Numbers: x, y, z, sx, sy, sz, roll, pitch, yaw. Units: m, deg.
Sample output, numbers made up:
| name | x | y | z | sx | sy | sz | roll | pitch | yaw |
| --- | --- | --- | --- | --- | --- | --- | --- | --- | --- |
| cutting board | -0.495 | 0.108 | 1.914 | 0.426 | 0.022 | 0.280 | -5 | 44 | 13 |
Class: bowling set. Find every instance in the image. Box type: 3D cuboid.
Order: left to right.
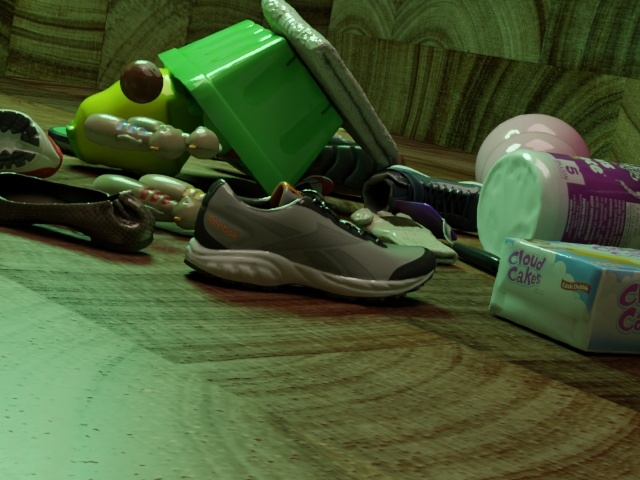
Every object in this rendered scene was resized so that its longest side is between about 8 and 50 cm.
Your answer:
| name | x | y | z | sx | sy | sz | roll | pitch | yaw |
| --- | --- | --- | --- | --- | --- | --- | --- | --- | --- |
| bowling set | -0.194 | -0.108 | 1.418 | 0.154 | 0.199 | 0.287 | 15 | 14 | 19 |

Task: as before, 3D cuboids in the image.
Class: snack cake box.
| name | x | y | z | sx | sy | sz | roll | pitch | yaw |
| --- | --- | --- | --- | --- | --- | --- | --- | --- | --- |
| snack cake box | 0.335 | 0.061 | 1.261 | 0.264 | 0.089 | 0.152 | 5 | 11 | -33 |

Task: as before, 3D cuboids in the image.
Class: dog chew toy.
| name | x | y | z | sx | sy | sz | roll | pitch | yaw |
| --- | --- | --- | --- | --- | --- | --- | --- | --- | --- |
| dog chew toy | 0.367 | -0.102 | 2.024 | 0.207 | 0.206 | 0.332 | 11 | 17 | 6 |

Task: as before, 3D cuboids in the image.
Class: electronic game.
| name | x | y | z | sx | sy | sz | roll | pitch | yaw |
| --- | --- | --- | --- | --- | --- | --- | --- | --- | --- |
| electronic game | -0.361 | -0.171 | 2.062 | 0.229 | 0.048 | 0.229 | 10 | 9 | -2 |

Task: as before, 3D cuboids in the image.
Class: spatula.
| name | x | y | z | sx | sy | sz | roll | pitch | yaw |
| --- | --- | --- | --- | --- | --- | --- | --- | --- | --- |
| spatula | 0.188 | 0.000 | 1.636 | 0.084 | 0.030 | 0.296 | 47 | -2 | -25 |

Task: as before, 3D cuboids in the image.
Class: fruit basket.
| name | x | y | z | sx | sy | sz | roll | pitch | yaw |
| --- | --- | --- | --- | --- | --- | --- | --- | --- | --- |
| fruit basket | -0.195 | -0.182 | 1.874 | 0.283 | 0.392 | 0.392 | 53 | -8 | -21 |

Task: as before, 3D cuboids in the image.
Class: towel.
| name | x | y | z | sx | sy | sz | roll | pitch | yaw |
| --- | --- | --- | --- | --- | --- | --- | --- | --- | --- |
| towel | 0.019 | -0.245 | 1.815 | 0.187 | 0.049 | 0.282 | 49 | -3 | 44 |

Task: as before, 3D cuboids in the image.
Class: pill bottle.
| name | x | y | z | sx | sy | sz | roll | pitch | yaw |
| --- | --- | --- | --- | --- | --- | --- | --- | --- | --- |
| pill bottle | 0.384 | -0.028 | 1.627 | 0.302 | 0.169 | 0.169 | 6 | 10 | -25 |

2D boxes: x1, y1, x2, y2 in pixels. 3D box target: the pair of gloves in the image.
| name | x | y | z | sx | sy | sz | roll | pitch | yaw |
| --- | --- | --- | --- | --- | --- | --- | --- | --- | --- |
| pair of gloves | 0.045 | -0.019 | 1.589 | 0.240 | 0.042 | 0.204 | 7 | 10 | -16 |

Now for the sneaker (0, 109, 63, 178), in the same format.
| name | x | y | z | sx | sy | sz | roll | pitch | yaw |
| --- | --- | --- | --- | --- | --- | --- | --- | --- | --- |
| sneaker | -0.483 | -0.133 | 1.622 | 0.279 | 0.107 | 0.118 | 17 | -8 | 19 |

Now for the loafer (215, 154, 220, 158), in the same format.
| name | x | y | z | sx | sy | sz | roll | pitch | yaw |
| --- | --- | --- | --- | --- | --- | --- | --- | --- | --- |
| loafer | -0.215 | -0.190 | 2.321 | 0.148 | 0.056 | 0.050 | 10 | 3 | -3 |

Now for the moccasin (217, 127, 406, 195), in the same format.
| name | x | y | z | sx | sy | sz | roll | pitch | yaw |
| --- | --- | --- | --- | --- | --- | --- | --- | --- | --- |
| moccasin | -0.027 | -0.165 | 2.128 | 0.380 | 0.139 | 0.147 | 10 | 2 | 12 |

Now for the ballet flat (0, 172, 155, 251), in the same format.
| name | x | y | z | sx | sy | sz | roll | pitch | yaw |
| --- | --- | --- | --- | --- | --- | --- | --- | --- | --- |
| ballet flat | -0.292 | -0.046 | 1.270 | 0.250 | 0.058 | 0.084 | 15 | 34 | 18 |

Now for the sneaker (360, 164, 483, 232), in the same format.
| name | x | y | z | sx | sy | sz | roll | pitch | yaw |
| --- | --- | --- | --- | --- | --- | --- | --- | --- | --- |
| sneaker | 0.172 | -0.058 | 1.843 | 0.226 | 0.086 | 0.163 | 15 | 12 | 21 |

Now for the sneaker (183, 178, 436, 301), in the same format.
| name | x | y | z | sx | sy | sz | roll | pitch | yaw |
| --- | --- | --- | --- | --- | --- | --- | --- | --- | --- |
| sneaker | 0.000 | 0.000 | 1.213 | 0.272 | 0.107 | 0.100 | 8 | 7 | -22 |

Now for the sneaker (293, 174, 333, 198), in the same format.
| name | x | y | z | sx | sy | sz | roll | pitch | yaw |
| --- | --- | --- | --- | --- | --- | --- | --- | --- | --- |
| sneaker | -0.015 | -0.082 | 1.911 | 0.119 | 0.042 | 0.067 | -6 | 13 | -35 |
